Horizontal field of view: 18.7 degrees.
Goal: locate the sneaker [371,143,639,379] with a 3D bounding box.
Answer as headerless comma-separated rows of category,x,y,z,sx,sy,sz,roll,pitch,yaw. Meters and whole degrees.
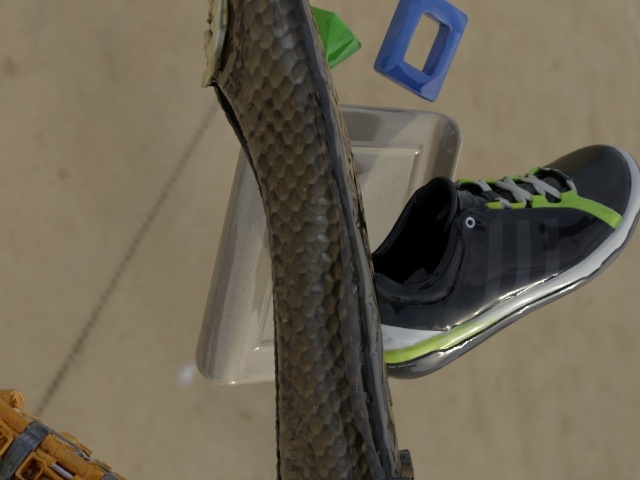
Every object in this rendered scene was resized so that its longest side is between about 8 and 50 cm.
sneaker,0.107,-0.005,1.210,0.235,0.084,0.097,-36,128,-20

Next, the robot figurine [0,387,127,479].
robot figurine,-0.127,0.144,0.966,0.085,0.211,0.291,-54,173,-9

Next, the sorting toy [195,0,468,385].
sorting toy,0.000,0.000,1.249,0.196,0.047,0.347,1,105,-50

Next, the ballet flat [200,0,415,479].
ballet flat,-0.011,0.015,0.632,0.084,0.058,0.249,-11,90,-86
